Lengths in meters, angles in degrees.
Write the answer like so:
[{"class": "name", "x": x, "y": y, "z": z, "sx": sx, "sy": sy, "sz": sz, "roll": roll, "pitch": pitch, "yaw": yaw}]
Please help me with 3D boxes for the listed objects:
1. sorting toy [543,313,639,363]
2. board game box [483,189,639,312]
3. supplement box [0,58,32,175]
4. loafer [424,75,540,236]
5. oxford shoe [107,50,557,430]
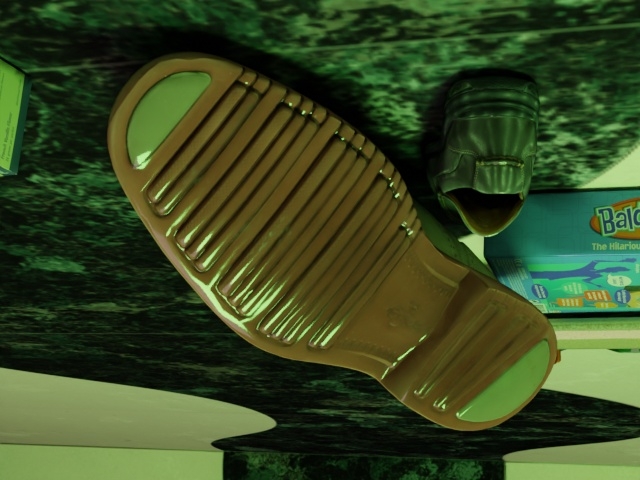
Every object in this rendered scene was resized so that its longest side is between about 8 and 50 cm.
[{"class": "sorting toy", "x": 0.271, "y": 0.081, "z": 0.912, "sx": 0.307, "sy": 0.041, "sz": 0.229, "roll": -3, "pitch": 177, "yaw": 22}, {"class": "board game box", "x": 0.228, "y": 0.011, "z": 0.750, "sx": 0.210, "sy": 0.047, "sz": 0.160, "roll": -1, "pitch": 163, "yaw": 16}, {"class": "supplement box", "x": -0.210, "y": -0.070, "z": 0.558, "sx": 0.083, "sy": 0.056, "sz": 0.083, "roll": -3, "pitch": 162, "yaw": 24}, {"class": "loafer", "x": 0.088, "y": -0.031, "z": 0.613, "sx": 0.062, "sy": 0.061, "sz": 0.170, "roll": 1, "pitch": 164, "yaw": 7}, {"class": "oxford shoe", "x": 0.000, "y": 0.000, "z": 0.646, "sx": 0.348, "sy": 0.123, "sz": 0.130, "roll": 41, "pitch": -175, "yaw": -38}]
